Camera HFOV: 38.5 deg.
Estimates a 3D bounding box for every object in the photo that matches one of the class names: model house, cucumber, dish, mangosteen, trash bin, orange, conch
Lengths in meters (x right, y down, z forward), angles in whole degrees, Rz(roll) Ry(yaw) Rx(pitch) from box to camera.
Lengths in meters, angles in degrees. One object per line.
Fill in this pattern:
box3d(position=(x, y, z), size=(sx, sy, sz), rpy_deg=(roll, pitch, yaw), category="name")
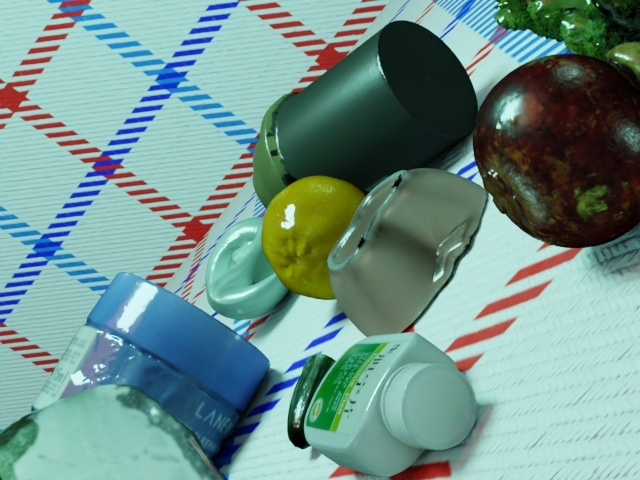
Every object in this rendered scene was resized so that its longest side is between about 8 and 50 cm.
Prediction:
box3d(position=(-0.230, 0.353, 0.998), size=(0.190, 0.271, 0.300), rpy_deg=(-22, -42, -42), category="model house")
box3d(position=(-0.011, 0.173, 0.960), size=(0.048, 0.048, 0.105), rpy_deg=(-42, 17, 43), category="cucumber")
box3d(position=(0.079, 0.001, 1.004), size=(0.213, 0.090, 0.213), rpy_deg=(-50, 12, 15), category="dish")
box3d(position=(0.205, -0.074, 0.685), size=(0.181, 0.156, 0.145), rpy_deg=(-28, -26, -24), category="mangosteen")
box3d(position=(0.036, -0.139, 1.261), size=(0.334, 0.214, 0.214), rpy_deg=(-37, 21, 44), category="trash bin")
box3d(position=(0.000, 0.000, 1.136), size=(0.159, 0.159, 0.136), rpy_deg=(-46, -2, 32), category="orange")
box3d(position=(-0.103, 0.048, 1.465), size=(0.185, 0.121, 0.221), rpy_deg=(-43, 23, 27), category="conch")

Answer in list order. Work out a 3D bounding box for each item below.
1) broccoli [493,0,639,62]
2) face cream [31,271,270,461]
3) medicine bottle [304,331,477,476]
box3d(position=(0.252, -0.317, 0.807), size=(0.304, 0.283, 0.321), rpy_deg=(16, 88, 66), category="broccoli")
box3d(position=(-0.225, 0.198, 1.224), size=(0.225, 0.249, 0.249), rpy_deg=(-59, 14, -14), category="face cream")
box3d(position=(0.058, 0.137, 0.770), size=(0.119, 0.069, 0.183), rpy_deg=(-55, 14, -18), category="medicine bottle")
